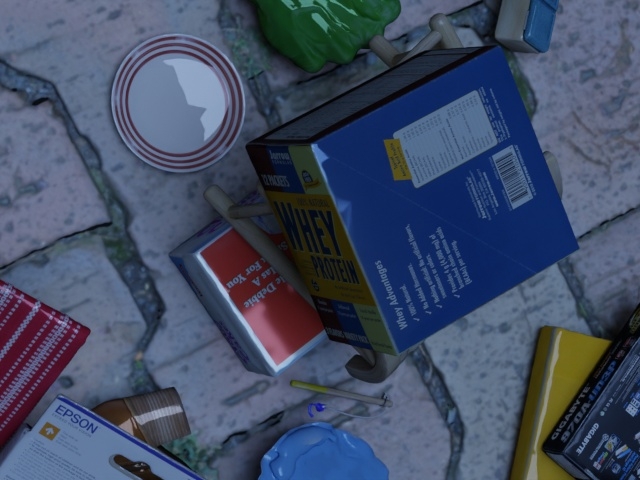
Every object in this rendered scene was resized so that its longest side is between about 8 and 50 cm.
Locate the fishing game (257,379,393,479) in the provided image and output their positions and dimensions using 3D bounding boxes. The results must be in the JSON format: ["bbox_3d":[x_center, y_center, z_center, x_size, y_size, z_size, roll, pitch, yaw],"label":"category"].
[{"bbox_3d":[-0.002,0.278,1.832,0.189,0.041,0.264,10,77,-37],"label":"fishing game"}]

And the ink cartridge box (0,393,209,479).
[{"bbox_3d":[-0.219,0.271,1.714,0.223,0.045,0.224,34,105,-17],"label":"ink cartridge box"}]

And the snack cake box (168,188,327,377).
[{"bbox_3d":[0.000,0.000,1.831,0.264,0.089,0.152,-37,102,-18],"label":"snack cake box"}]

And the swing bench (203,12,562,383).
[{"bbox_3d":[0.077,-0.034,1.727,0.253,0.165,0.254,-44,104,-17],"label":"swing bench"}]

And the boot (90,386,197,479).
[{"bbox_3d":[-0.189,0.252,1.768,0.152,0.073,0.197,-19,97,-13],"label":"boot"}]

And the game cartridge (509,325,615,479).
[{"bbox_3d":[0.336,0.280,1.979,0.285,0.053,0.323,16,85,-20],"label":"game cartridge"}]

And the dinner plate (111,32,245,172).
[{"bbox_3d":[-0.144,-0.138,1.818,0.141,0.017,0.141,0,89,-22],"label":"dinner plate"}]

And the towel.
[{"bbox_3d":[-0.377,0.081,1.655,0.275,0.031,0.199,31,120,-17],"label":"towel"}]

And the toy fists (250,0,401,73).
[{"bbox_3d":[0.045,-0.295,1.857,0.142,0.096,0.279,43,75,-9],"label":"toy fists"}]

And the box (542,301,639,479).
[{"bbox_3d":[0.367,0.189,1.936,0.175,0.051,0.220,40,76,-17],"label":"box"}]

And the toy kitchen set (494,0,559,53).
[{"bbox_3d":[0.240,-0.274,1.844,0.207,0.166,0.122,22,79,-57],"label":"toy kitchen set"}]

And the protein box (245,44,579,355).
[{"bbox_3d":[0.080,-0.038,1.567,0.201,0.136,0.199,-29,105,-21],"label":"protein box"}]
